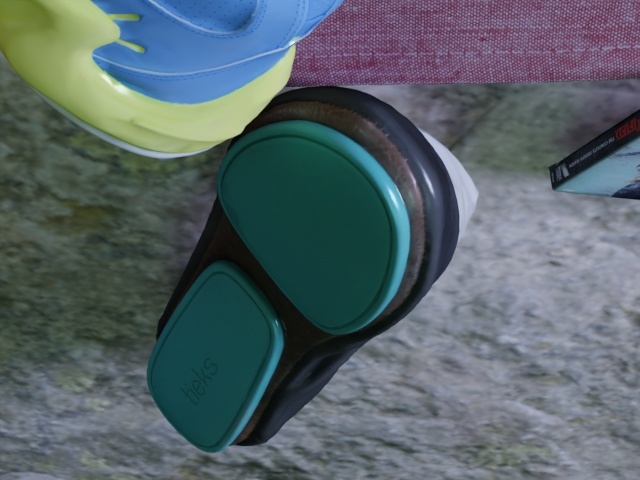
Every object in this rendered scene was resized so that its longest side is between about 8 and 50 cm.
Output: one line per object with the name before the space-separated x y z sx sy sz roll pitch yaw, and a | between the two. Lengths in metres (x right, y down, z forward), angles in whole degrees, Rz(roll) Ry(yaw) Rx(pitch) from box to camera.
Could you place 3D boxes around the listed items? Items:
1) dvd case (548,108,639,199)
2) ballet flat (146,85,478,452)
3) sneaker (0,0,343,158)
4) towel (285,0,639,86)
dvd case | 0.151 -0.035 0.673 0.087 0.013 0.119 5 164 -18
ballet flat | 0.000 0.000 0.707 0.095 0.096 0.280 51 151 5
sneaker | -0.087 -0.123 0.508 0.240 0.091 0.126 33 137 -29
towel | 0.056 -0.161 0.509 0.237 0.037 0.329 -1 145 8
